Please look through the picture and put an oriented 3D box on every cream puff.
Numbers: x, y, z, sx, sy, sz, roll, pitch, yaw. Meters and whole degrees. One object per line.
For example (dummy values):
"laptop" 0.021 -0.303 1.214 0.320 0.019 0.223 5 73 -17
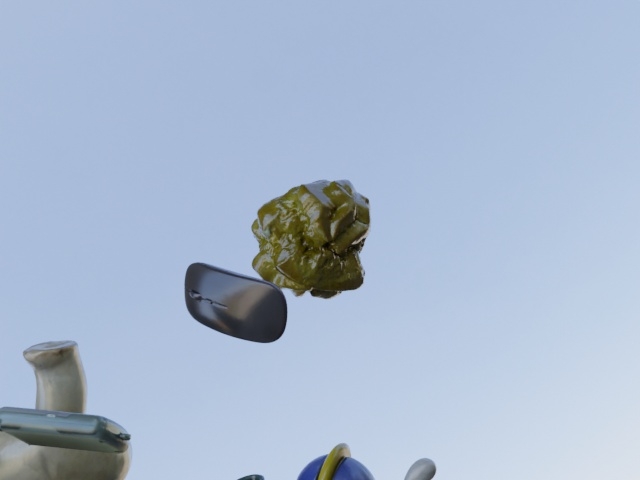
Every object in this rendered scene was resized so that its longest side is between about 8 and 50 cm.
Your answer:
"cream puff" 0.008 -0.004 2.239 0.323 0.269 0.274 -4 -37 -38

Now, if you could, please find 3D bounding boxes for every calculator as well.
"calculator" -0.443 0.329 1.577 0.246 0.045 0.141 3 -24 13

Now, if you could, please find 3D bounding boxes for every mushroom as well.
"mushroom" -0.547 0.415 1.860 0.315 0.315 0.356 -22 -47 -22

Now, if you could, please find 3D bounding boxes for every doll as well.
"doll" 0.067 0.502 1.595 0.243 0.310 0.159 7 2 8

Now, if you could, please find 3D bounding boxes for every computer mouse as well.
"computer mouse" -0.160 0.110 1.641 0.057 0.232 0.120 -19 -60 -55

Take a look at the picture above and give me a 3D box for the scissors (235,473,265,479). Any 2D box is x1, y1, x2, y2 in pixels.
"scissors" -0.211 0.553 1.859 0.289 0.138 0.041 -17 -72 -36
